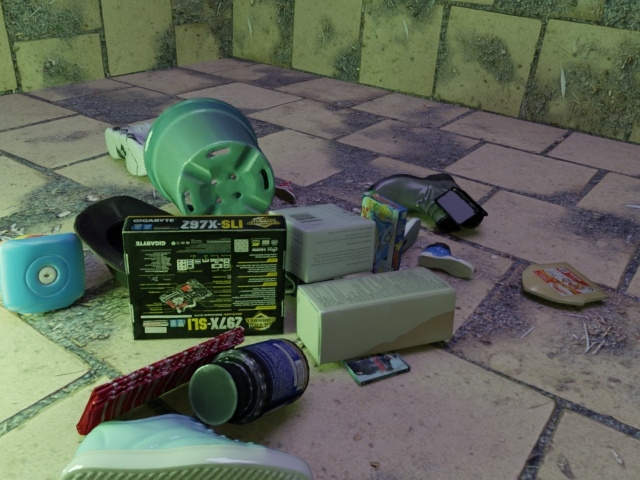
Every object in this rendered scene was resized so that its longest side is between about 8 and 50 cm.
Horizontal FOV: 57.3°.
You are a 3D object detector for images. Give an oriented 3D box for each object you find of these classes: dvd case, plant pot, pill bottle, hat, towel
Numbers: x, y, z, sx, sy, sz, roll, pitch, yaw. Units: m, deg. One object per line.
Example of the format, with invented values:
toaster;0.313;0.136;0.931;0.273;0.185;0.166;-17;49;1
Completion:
dvd case;0.110;0.250;1.189;0.119;0.013;0.087;-8;30;-25
plant pot;-0.289;-0.189;1.593;0.340;0.341;0.334;-7;25;-20
pill bottle;-0.116;0.237;0.987;0.122;0.123;0.219;18;6;25
hat;-0.420;0.038;1.386;0.331;0.134;0.331;21;29;-13
towel;-0.270;0.241;0.995;0.274;0.199;0.031;-19;71;-37

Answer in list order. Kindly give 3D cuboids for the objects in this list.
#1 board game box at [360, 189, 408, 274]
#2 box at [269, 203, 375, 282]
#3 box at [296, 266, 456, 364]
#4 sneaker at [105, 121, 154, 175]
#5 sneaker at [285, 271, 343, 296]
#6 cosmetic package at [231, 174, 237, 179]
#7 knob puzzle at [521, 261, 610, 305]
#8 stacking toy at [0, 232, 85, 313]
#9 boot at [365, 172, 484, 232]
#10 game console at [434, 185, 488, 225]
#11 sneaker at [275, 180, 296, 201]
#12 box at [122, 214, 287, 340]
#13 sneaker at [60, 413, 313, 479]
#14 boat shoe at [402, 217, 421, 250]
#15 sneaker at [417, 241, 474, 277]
board game box;0.152;-0.010;1.488;0.035;0.201;0.136;-16;33;-33
box;0.000;0.000;1.323;0.181;0.119;0.181;-8;21;-30
box;0.115;0.152;1.242;0.310;0.121;0.148;-7;21;-19
sneaker;-0.609;-0.338;2.083;0.210;0.138;0.365;-19;32;-32
sneaker;-0.046;0.062;1.449;0.163;0.086;0.226;0;29;-14
cosmetic package;-0.289;-0.216;1.997;0.060;0.041;0.115;19;31;28
knob puzzle;0.597;0.117;1.489;0.213;0.030;0.213;4;28;-2
stacking toy;-0.682;0.047;1.352;0.175;0.166;0.301;-10;18;-43
boot;0.320;-0.109;1.809;0.337;0.118;0.223;-13;41;-13
game console;0.420;-0.098;1.749;0.107;0.071;0.122;12;33;-48
sneaker;-0.103;-0.162;1.917;0.067;0.042;0.118;-22;35;-35
box;-0.232;0.077;1.213;0.321;0.257;0.079;-2;29;-9
sneaker;-0.189;0.319;0.887;0.365;0.135;0.150;5;31;0
boat shoe;0.208;-0.007;1.636;0.076;0.080;0.228;20;39;25
sneaker;0.343;0.047;1.559;0.152;0.058;0.084;12;36;29
